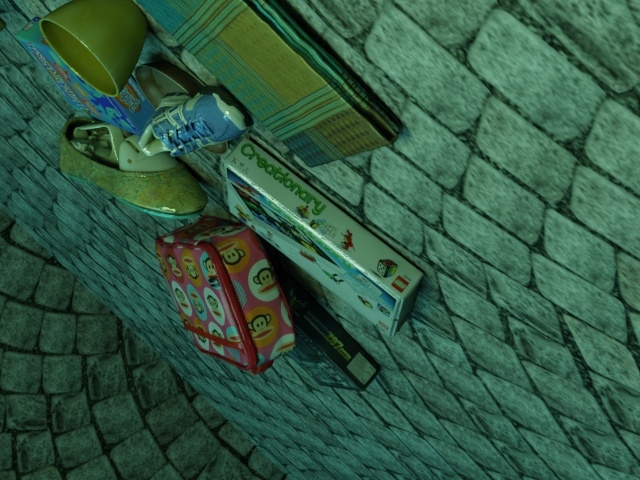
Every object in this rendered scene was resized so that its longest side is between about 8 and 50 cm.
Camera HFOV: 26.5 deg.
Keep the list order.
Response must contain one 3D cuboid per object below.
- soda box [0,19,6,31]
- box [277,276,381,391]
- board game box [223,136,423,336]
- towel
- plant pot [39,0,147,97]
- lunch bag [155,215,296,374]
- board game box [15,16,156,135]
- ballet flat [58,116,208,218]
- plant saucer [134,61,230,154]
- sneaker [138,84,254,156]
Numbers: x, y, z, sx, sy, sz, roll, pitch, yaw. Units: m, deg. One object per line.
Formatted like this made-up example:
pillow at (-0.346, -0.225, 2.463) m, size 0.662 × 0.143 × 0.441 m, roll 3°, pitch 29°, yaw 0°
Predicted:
soda box at (-0.595, -0.392, 2.183) m, size 0.181 × 0.061 × 0.058 m, roll 50°, pitch 163°, yaw -26°
box at (-0.025, 0.158, 2.315) m, size 0.232 × 0.059 × 0.183 m, roll 46°, pitch 161°, yaw -15°
board game box at (0.000, 0.000, 1.860) m, size 0.305 × 0.053 × 0.193 m, roll 38°, pitch 164°, yaw 10°
towel at (-0.089, -0.227, 1.510) m, size 0.370 × 0.040 × 0.271 m, roll 43°, pitch 165°, yaw -13°
plant pot at (-0.276, -0.264, 1.731) m, size 0.134 × 0.095 × 0.134 m, roll 38°, pitch 164°, yaw 13°
lunch bag at (-0.149, 0.098, 2.209) m, size 0.293 × 0.120 × 0.258 m, roll 9°, pitch 122°, yaw 65°
board game box at (-0.348, -0.245, 2.027) m, size 0.210 × 0.047 × 0.160 m, roll 24°, pitch 157°, yaw 47°
ballet flat at (-0.309, -0.127, 2.163) m, size 0.348 × 0.123 × 0.123 m, roll 22°, pitch 155°, yaw 45°
plant saucer at (-0.181, -0.184, 1.840) m, size 0.168 × 0.029 × 0.168 m, roll 36°, pitch 163°, yaw 13°
sneaker at (-0.158, -0.142, 1.718) m, size 0.080 × 0.081 × 0.211 m, roll 48°, pitch 155°, yaw -22°
